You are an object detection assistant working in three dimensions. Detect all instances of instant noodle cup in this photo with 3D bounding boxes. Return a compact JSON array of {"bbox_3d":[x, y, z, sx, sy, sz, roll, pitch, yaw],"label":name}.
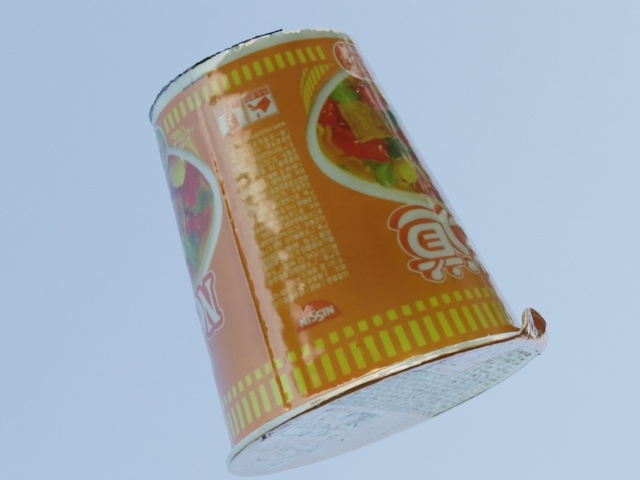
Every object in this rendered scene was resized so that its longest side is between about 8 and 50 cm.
[{"bbox_3d":[0.000,0.000,0.842,0.168,0.168,0.185,-10,-109,-38],"label":"instant noodle cup"}]
